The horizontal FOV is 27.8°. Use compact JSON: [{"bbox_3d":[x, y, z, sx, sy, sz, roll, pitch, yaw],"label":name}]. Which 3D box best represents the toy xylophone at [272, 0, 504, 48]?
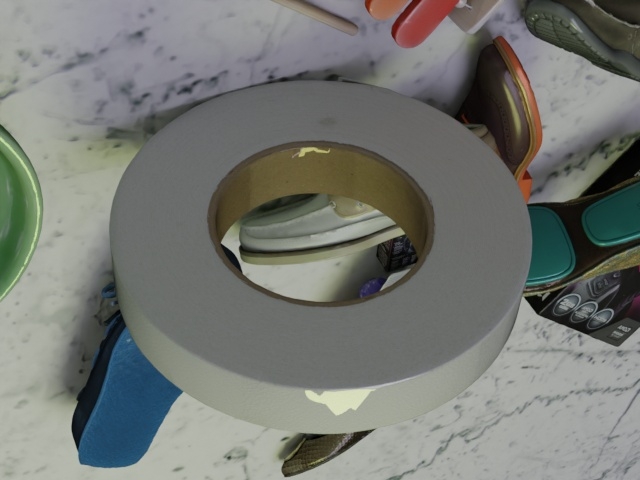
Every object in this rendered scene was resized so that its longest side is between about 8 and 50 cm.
[{"bbox_3d":[0.053,-0.277,1.168,0.323,0.081,0.236,10,127,-42],"label":"toy xylophone"}]

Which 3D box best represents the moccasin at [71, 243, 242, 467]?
[{"bbox_3d":[-0.200,0.111,1.412,0.138,0.117,0.342,17,127,-31],"label":"moccasin"}]

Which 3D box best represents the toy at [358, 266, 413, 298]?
[{"bbox_3d":[0.053,0.103,1.614,0.137,0.056,0.237,-15,141,-52],"label":"toy"}]

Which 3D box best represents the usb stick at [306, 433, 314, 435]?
[{"bbox_3d":[-0.057,0.185,1.652,0.077,0.045,0.278,-44,142,5],"label":"usb stick"}]

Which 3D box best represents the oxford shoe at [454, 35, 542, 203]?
[{"bbox_3d":[0.183,-0.112,1.444,0.098,0.097,0.271,-18,142,-8],"label":"oxford shoe"}]

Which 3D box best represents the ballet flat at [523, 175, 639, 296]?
[{"bbox_3d":[0.308,0.006,1.576,0.349,0.123,0.123,-17,143,1],"label":"ballet flat"}]

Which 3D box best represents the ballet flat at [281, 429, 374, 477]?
[{"bbox_3d":[0.045,0.251,1.800,0.250,0.058,0.084,-33,179,10],"label":"ballet flat"}]

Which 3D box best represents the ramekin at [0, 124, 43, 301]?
[{"bbox_3d":[-0.395,-0.041,1.059,0.303,0.148,0.303,-20,142,-17],"label":"ramekin"}]

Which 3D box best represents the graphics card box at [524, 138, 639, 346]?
[{"bbox_3d":[0.453,-0.027,1.735,0.371,0.094,0.233,-46,141,19],"label":"graphics card box"}]

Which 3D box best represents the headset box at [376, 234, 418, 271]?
[{"bbox_3d":[0.105,-0.007,1.557,0.062,0.032,0.083,-18,140,-19],"label":"headset box"}]

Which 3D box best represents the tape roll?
[{"bbox_3d":[0.000,0.000,1.197,0.392,0.392,0.072,-18,141,-19],"label":"tape roll"}]

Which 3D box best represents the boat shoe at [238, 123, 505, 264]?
[{"bbox_3d":[0.051,-0.052,1.405,0.302,0.113,0.103,-14,108,0],"label":"boat shoe"}]

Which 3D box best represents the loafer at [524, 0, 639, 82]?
[{"bbox_3d":[0.306,-0.240,1.404,0.251,0.094,0.087,11,102,-54],"label":"loafer"}]
